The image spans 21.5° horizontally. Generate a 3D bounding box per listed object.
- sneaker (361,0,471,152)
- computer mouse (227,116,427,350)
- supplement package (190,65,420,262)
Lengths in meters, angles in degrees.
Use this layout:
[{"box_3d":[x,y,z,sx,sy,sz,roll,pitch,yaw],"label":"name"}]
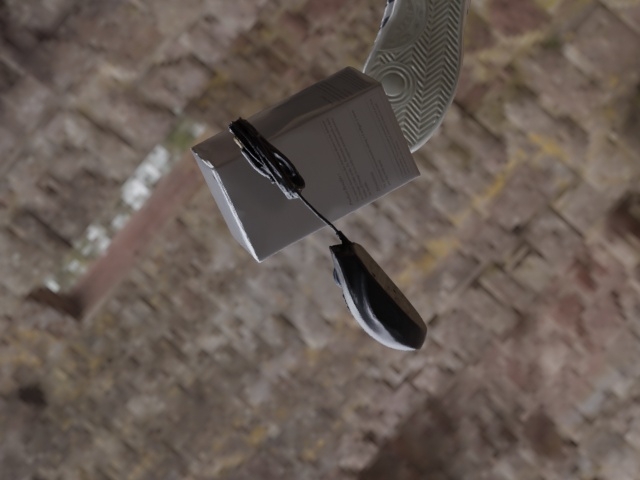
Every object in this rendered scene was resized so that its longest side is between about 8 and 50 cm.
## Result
[{"box_3d":[0.139,-0.285,2.259,0.131,0.350,0.148,17,-167,2],"label":"sneaker"},{"box_3d":[0.000,0.000,1.377,0.242,0.041,0.071,50,-170,-2],"label":"computer mouse"},{"box_3d":[-0.015,-0.075,1.612,0.105,0.179,0.105,66,171,-22],"label":"supplement package"}]
